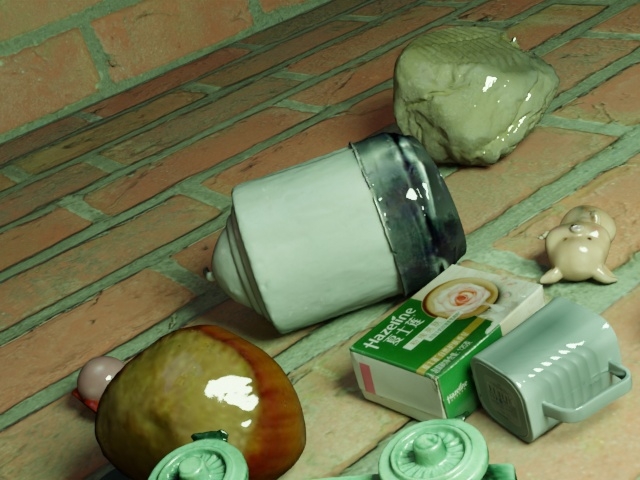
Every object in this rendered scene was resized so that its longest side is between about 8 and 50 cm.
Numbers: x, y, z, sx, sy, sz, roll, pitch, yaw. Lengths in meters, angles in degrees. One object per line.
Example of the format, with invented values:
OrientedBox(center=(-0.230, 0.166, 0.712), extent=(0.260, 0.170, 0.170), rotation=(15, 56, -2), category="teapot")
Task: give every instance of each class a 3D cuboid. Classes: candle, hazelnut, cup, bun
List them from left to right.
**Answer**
OrientedBox(center=(-0.120, 0.172, 0.929), extent=(0.210, 0.186, 0.210), rotation=(-10, 33, 7), category="hazelnut")
OrientedBox(center=(0.000, 0.000, 1.172), extent=(0.343, 0.221, 0.221), rotation=(-20, 26, -1), category="candle")
OrientedBox(center=(0.249, -0.236, 1.512), extent=(0.282, 0.204, 0.281), rotation=(0, 27, 0), category="bun")
OrientedBox(center=(0.242, 0.136, 0.900), extent=(0.129, 0.095, 0.128), rotation=(-30, 31, -19), category="cup")

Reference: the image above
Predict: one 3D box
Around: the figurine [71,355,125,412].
OrientedBox(center=(-0.277, 0.184, 1.140), extent=(0.083, 0.067, 0.071), rotation=(28, 69, 35), category="figurine")

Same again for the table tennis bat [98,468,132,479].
OrientedBox(center=(-0.199, 0.262, 0.980), extent=(0.124, 0.033, 0.201), rotation=(-11, 28, 0), category="table tennis bat")

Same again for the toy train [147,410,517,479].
OrientedBox(center=(-0.001, 0.278, 0.699), extent=(0.397, 0.160, 0.253), rotation=(-9, 32, 14), category="toy train")

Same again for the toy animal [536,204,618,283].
OrientedBox(center=(0.337, 0.003, 1.134), extent=(0.083, 0.089, 0.150), rotation=(-23, 19, 44), category="toy animal")

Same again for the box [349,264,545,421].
OrientedBox(center=(0.150, 0.116, 1.011), extent=(0.199, 0.081, 0.135), rotation=(-33, 30, -34), category="box")
